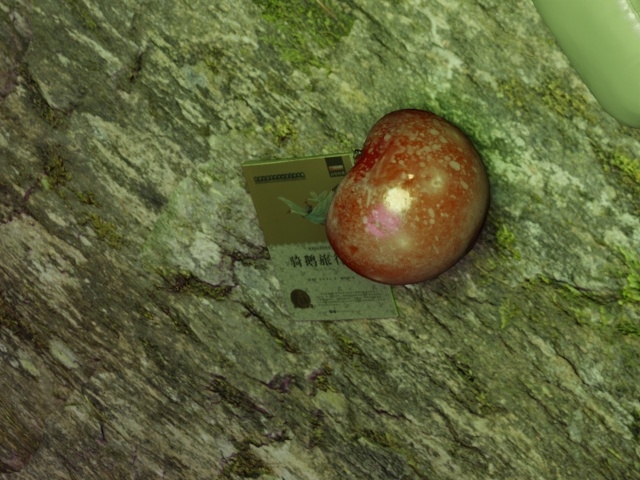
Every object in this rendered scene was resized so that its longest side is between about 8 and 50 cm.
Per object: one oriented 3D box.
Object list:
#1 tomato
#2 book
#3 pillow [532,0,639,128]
[{"bbox_3d":[0.136,-0.055,1.916,0.227,0.270,0.270,32,128,5],"label":"tomato"},{"bbox_3d":[0.000,0.000,2.182,0.217,0.021,0.310,-3,116,31],"label":"book"},{"bbox_3d":[0.382,-0.287,1.678,0.120,0.255,0.322,-35,100,-7],"label":"pillow"}]
